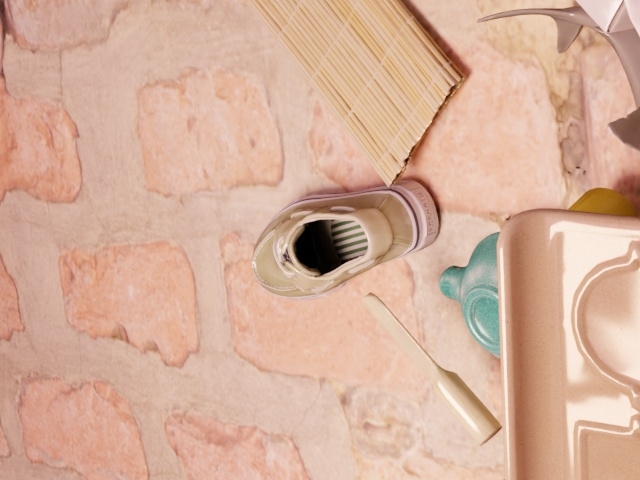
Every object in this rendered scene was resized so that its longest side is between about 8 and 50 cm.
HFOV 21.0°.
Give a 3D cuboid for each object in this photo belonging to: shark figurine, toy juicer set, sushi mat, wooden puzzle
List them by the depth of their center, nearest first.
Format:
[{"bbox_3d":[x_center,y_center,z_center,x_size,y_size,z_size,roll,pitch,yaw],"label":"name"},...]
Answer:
[{"bbox_3d":[0.320,0.136,1.383,0.348,0.080,0.322,5,109,27],"label":"wooden puzzle"},{"bbox_3d":[0.252,-0.115,1.406,0.278,0.116,0.166,59,141,17],"label":"shark figurine"},{"bbox_3d":[0.199,0.090,1.586,0.329,0.089,0.209,-26,92,51],"label":"toy juicer set"},{"bbox_3d":[0.021,-0.213,1.741,0.316,0.019,0.151,54,133,28],"label":"sushi mat"}]

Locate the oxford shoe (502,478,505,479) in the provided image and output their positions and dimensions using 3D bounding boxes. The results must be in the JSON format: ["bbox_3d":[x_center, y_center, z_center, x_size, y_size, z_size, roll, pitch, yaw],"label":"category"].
[{"bbox_3d":[0.258,0.368,1.579,0.348,0.123,0.130,52,148,33],"label":"oxford shoe"}]

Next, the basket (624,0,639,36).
[{"bbox_3d":[0.311,-0.317,1.061,0.331,0.328,0.266,61,141,19],"label":"basket"}]

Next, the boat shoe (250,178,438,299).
[{"bbox_3d":[0.000,0.000,1.808,0.302,0.094,0.109,-24,83,55],"label":"boat shoe"}]

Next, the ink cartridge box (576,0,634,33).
[{"bbox_3d":[0.228,-0.269,1.338,0.212,0.154,0.093,52,139,28],"label":"ink cartridge box"}]
